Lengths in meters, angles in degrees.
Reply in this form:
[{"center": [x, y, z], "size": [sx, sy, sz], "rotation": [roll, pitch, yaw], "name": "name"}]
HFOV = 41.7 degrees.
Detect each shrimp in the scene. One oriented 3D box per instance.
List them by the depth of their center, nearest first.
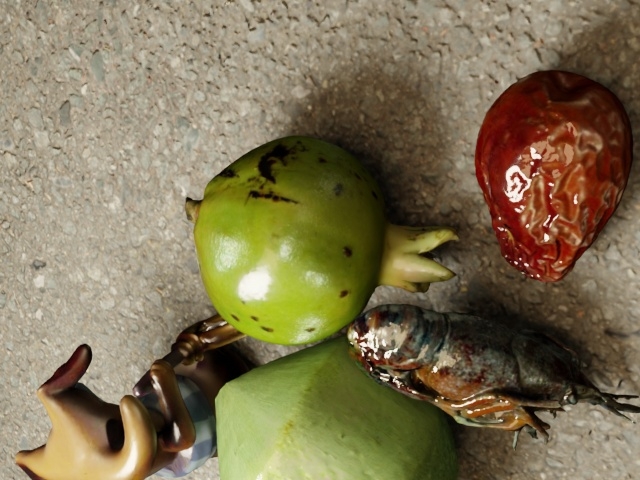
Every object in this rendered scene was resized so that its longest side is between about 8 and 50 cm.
[{"center": [0.210, 0.147, 1.020], "size": [0.372, 0.172, 0.137], "rotation": [22, 128, -14], "name": "shrimp"}]

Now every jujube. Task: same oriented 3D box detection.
[{"center": [0.253, -0.067, 0.933], "size": [0.168, 0.168, 0.236], "rotation": [16, 128, 25], "name": "jujube"}]

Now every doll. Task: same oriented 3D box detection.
[{"center": [-0.236, 0.236, 1.196], "size": [0.318, 0.339, 0.209], "rotation": [-39, 69, 38], "name": "doll"}]

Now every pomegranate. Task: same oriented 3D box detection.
[{"center": [0.000, 0.000, 1.044], "size": [0.340, 0.260, 0.261], "rotation": [2, 108, 6], "name": "pomegranate"}]

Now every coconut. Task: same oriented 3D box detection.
[{"center": [0.007, 0.278, 1.086], "size": [0.328, 0.281, 0.329], "rotation": [0, 86, 2], "name": "coconut"}]
